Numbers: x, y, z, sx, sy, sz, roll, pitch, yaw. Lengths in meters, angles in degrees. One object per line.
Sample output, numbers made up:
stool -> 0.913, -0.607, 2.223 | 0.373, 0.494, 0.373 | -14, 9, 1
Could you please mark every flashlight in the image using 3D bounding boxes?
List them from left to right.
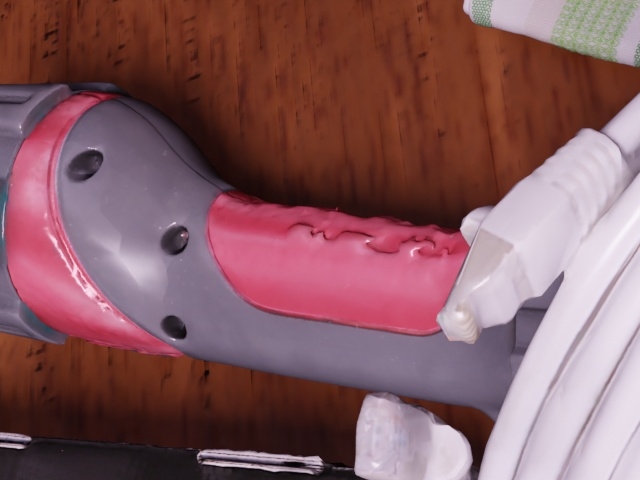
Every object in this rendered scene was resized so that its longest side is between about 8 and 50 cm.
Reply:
flashlight -> 0.000, 0.000, 0.627 | 0.304, 0.103, 0.103 | 5, 64, 34

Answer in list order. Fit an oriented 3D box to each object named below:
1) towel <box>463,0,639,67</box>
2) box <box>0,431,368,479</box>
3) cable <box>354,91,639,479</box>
towel -> 0.137, -0.108, 0.660 | 0.152, 0.023, 0.113 | 22, 79, 35
box -> -0.090, 0.222, 0.571 | 0.257, 0.079, 0.322 | 1, 64, 29
cable -> 0.150, 0.021, 0.426 | 0.257, 0.257, 0.089 | -44, 56, -4
